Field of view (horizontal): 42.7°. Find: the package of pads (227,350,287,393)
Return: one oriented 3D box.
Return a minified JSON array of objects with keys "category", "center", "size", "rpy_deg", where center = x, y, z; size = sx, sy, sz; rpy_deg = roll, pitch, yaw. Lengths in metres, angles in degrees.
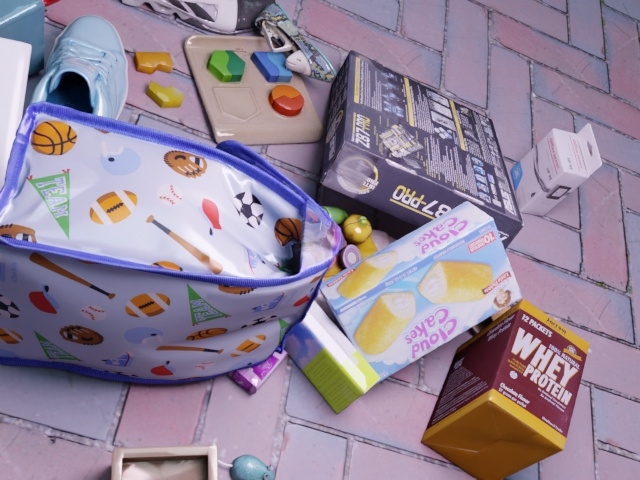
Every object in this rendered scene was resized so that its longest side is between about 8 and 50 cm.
[{"category":"package of pads","center":[-0.090,0.178,1.187],"size":[0.050,0.032,0.083],"rpy_deg":[38,50,6]}]

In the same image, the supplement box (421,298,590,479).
[{"category":"supplement box","center":[0.280,0.231,1.237],"size":[0.129,0.191,0.194],"rpy_deg":[34,51,-4]}]

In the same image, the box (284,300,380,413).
[{"category":"box","center":[-0.002,0.160,1.193],"size":[0.042,0.109,0.178],"rpy_deg":[-35,80,-32]}]

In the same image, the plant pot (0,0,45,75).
[{"category":"plant pot","center":[-0.548,-0.295,1.180],"size":[0.166,0.165,0.234],"rpy_deg":[45,60,5]}]

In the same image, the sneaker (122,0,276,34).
[{"category":"sneaker","center":[-0.220,-0.472,1.462],"size":[0.330,0.146,0.123],"rpy_deg":[7,56,-24]}]

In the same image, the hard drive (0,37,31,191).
[{"category":"hard drive","center":[-0.518,-0.103,1.051],"size":[0.232,0.047,0.353],"rpy_deg":[8,83,-22]}]

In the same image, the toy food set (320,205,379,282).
[{"category":"toy food set","center":[0.000,0.000,1.262],"size":[0.217,0.071,0.128],"rpy_deg":[-10,64,-29]}]

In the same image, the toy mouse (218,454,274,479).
[{"category":"toy mouse","center":[-0.108,0.332,1.082],"size":[0.161,0.031,0.143],"rpy_deg":[-25,74,-36]}]

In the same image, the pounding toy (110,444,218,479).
[{"category":"pounding toy","center":[-0.228,0.348,0.981],"size":[0.205,0.094,0.181],"rpy_deg":[1,64,-13]}]

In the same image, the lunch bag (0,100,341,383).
[{"category":"lunch bag","center":[-0.197,0.031,1.028],"size":[0.385,0.328,0.239],"rpy_deg":[13,57,-10]}]

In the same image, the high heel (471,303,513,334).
[{"category":"high heel","center":[0.221,0.105,1.327],"size":[0.261,0.093,0.186],"rpy_deg":[-4,87,-36]}]

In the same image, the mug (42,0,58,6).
[{"category":"mug","center":[-0.466,-0.416,1.286],"size":[0.150,0.169,0.113],"rpy_deg":[36,51,-2]}]

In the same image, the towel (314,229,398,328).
[{"category":"towel","center":[0.053,0.062,1.322],"size":[0.282,0.049,0.187],"rpy_deg":[15,54,-17]}]

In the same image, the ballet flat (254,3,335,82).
[{"category":"ballet flat","center":[-0.052,-0.346,1.484],"size":[0.070,0.070,0.188],"rpy_deg":[-29,72,-36]}]

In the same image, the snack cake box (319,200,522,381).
[{"category":"snack cake box","center":[0.149,0.076,1.214],"size":[0.264,0.089,0.152],"rpy_deg":[-30,116,-5]}]

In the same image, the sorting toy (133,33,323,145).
[{"category":"sorting toy","center":[-0.157,-0.270,1.430],"size":[0.307,0.041,0.229],"rpy_deg":[-6,63,-29]}]

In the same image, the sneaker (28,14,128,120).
[{"category":"sneaker","center":[-0.348,-0.223,1.205],"size":[0.135,0.150,0.366],"rpy_deg":[14,55,-20]}]

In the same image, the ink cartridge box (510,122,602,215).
[{"category":"ink cartridge box","center":[0.444,-0.139,1.557],"size":[0.060,0.180,0.104],"rpy_deg":[9,57,-22]}]

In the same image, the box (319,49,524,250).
[{"category":"box","center":[0.168,-0.160,1.407],"size":[0.318,0.097,0.395],"rpy_deg":[25,31,-13]}]
